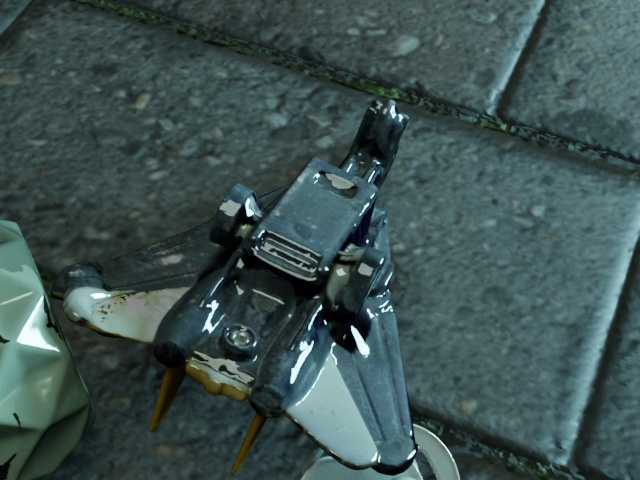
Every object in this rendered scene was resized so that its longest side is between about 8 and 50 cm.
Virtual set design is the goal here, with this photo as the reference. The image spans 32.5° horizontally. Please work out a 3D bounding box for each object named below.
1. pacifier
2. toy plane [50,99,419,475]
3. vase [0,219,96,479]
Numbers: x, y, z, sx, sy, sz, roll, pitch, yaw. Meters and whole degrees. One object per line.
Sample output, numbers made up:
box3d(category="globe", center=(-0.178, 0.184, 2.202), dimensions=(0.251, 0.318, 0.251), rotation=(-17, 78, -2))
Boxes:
box3d(category="pacifier", center=(0.033, 0.133, 0.576), dimensions=(0.099, 0.078, 0.082), rotation=(-26, 90, -18))
box3d(category="toy plane", center=(0.003, -0.009, 0.652), dimensions=(0.204, 0.103, 0.316), rotation=(27, 45, 6))
box3d(category="vase", center=(-0.303, 0.109, 0.549), dimensions=(0.360, 0.165, 0.165), rotation=(-23, 56, -14))
